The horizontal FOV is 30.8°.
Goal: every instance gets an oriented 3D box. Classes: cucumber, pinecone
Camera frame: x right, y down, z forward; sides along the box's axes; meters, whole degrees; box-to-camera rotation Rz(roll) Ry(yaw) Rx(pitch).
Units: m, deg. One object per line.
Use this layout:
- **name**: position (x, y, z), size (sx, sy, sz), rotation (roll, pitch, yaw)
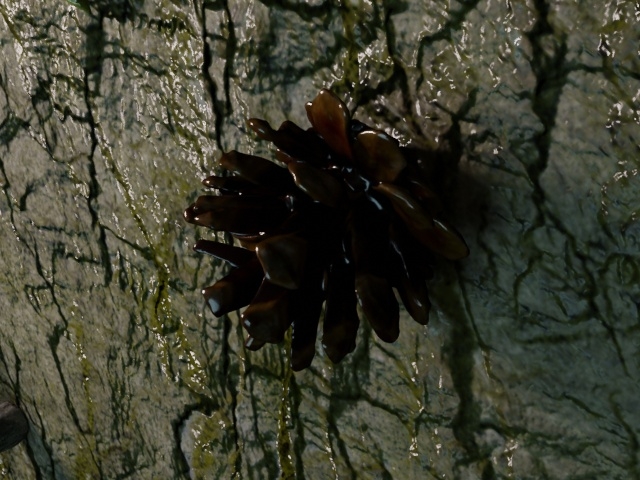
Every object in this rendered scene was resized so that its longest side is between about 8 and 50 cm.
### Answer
- **cucumber**: position (-0.448, 0.259, 1.549), size (0.064, 0.112, 0.064), rotation (14, 113, 35)
- **pinecone**: position (-0.002, 0.001, 0.938), size (0.229, 0.201, 0.202), rotation (73, 172, -57)

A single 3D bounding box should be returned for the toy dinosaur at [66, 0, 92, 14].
- **toy dinosaur**: position (-0.294, -0.331, 1.105), size (0.259, 0.094, 0.153), rotation (46, 137, 2)
